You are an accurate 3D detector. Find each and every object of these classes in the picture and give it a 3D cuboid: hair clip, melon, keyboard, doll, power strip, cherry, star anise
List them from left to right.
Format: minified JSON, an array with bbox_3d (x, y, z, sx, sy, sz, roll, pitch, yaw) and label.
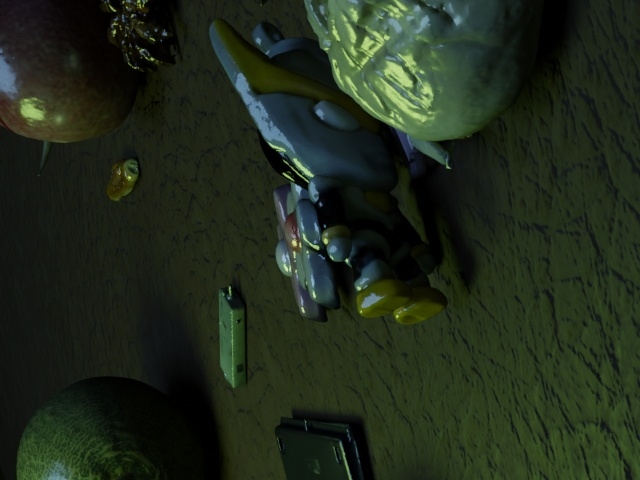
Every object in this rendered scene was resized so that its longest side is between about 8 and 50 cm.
[{"bbox_3d":[-0.331,-0.222,2.228,0.236,0.213,0.285,-172,86,-75],"label":"cherry"},{"bbox_3d":[-0.276,0.299,2.326,0.329,0.249,0.248,-161,61,-78],"label":"melon"},{"bbox_3d":[-0.220,-0.310,2.082,0.177,0.073,0.234,32,125,56],"label":"star anise"},{"bbox_3d":[-0.103,0.108,2.066,0.051,0.019,0.136,-125,30,-53],"label":"power strip"},{"bbox_3d":[-0.007,0.002,1.670,0.257,0.075,0.146,141,112,-74],"label":"hair clip"},{"bbox_3d":[0.001,0.228,1.833,0.230,0.025,0.093,172,85,-71],"label":"keyboard"},{"bbox_3d":[0.008,-0.068,1.482,0.103,0.145,0.316,-58,47,47],"label":"doll"}]

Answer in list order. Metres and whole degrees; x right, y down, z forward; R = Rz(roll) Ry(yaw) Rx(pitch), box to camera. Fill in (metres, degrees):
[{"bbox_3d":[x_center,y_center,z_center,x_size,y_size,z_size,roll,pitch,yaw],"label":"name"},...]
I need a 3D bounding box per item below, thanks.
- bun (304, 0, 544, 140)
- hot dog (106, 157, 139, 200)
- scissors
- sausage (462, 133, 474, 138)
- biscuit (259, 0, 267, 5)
[{"bbox_3d":[0.060,-0.182,1.251,0.229,0.145,0.229,177,90,-72],"label":"bun"},{"bbox_3d":[-0.274,-0.086,2.429,0.137,0.028,0.044,148,116,-71],"label":"hot dog"},{"bbox_3d":[0.077,-0.084,1.376,0.110,0.021,0.212,65,174,-18],"label":"scissors"},{"bbox_3d":[0.072,-0.140,1.411,0.223,0.029,0.029,-125,30,-49],"label":"sausage"},{"bbox_3d":[0.010,-0.299,1.303,0.232,0.013,0.237,113,-179,-57],"label":"biscuit"}]
